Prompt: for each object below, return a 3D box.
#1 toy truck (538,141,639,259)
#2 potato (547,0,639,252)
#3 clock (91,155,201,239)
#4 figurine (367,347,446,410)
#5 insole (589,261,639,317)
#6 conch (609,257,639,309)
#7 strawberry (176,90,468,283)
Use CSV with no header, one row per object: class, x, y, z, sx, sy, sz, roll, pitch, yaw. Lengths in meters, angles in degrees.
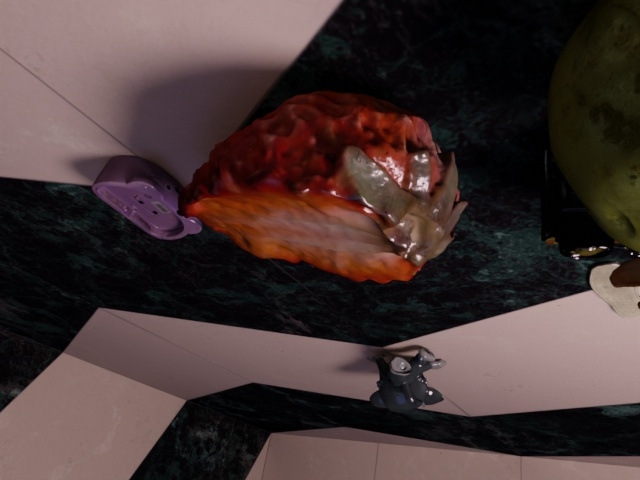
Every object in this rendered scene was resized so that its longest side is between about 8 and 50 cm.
toy truck,0.353,-0.041,0.513,0.256,0.127,0.127,-3,164,24
potato,0.279,-0.108,0.318,0.215,0.216,0.304,19,156,-15
clock,-0.239,-0.061,0.759,0.109,0.050,0.153,-5,148,28
figurine,0.211,0.329,1.234,0.192,0.140,0.265,-7,166,-1
insole,0.457,0.079,0.804,0.063,0.010,0.192,-14,143,38
conch,0.452,0.033,0.568,0.254,0.158,0.127,0,130,-27
strawberry,-0.012,-0.064,0.592,0.335,0.149,0.265,2,159,38
